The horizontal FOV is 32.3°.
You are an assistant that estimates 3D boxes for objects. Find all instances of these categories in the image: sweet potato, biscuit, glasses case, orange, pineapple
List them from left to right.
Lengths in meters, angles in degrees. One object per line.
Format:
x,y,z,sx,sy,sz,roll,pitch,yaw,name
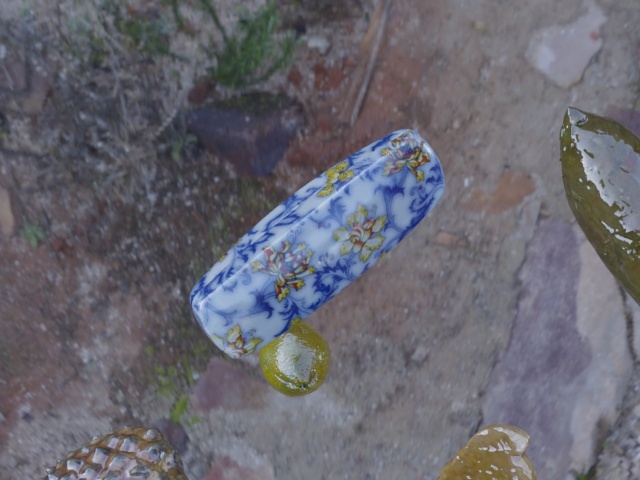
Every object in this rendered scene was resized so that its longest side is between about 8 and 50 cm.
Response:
-0.338,0.361,1.379,0.361,0.175,0.175,-22,67,-19,pineapple
-0.030,0.139,1.284,0.085,0.085,0.095,-12,34,-5,orange
0.000,0.000,0.932,0.248,0.087,0.065,-37,38,-12,glasses case
0.152,0.279,1.025,0.162,0.250,0.035,22,23,27,biscuit
0.416,0.018,1.388,0.131,0.130,0.422,-24,84,-10,sweet potato
